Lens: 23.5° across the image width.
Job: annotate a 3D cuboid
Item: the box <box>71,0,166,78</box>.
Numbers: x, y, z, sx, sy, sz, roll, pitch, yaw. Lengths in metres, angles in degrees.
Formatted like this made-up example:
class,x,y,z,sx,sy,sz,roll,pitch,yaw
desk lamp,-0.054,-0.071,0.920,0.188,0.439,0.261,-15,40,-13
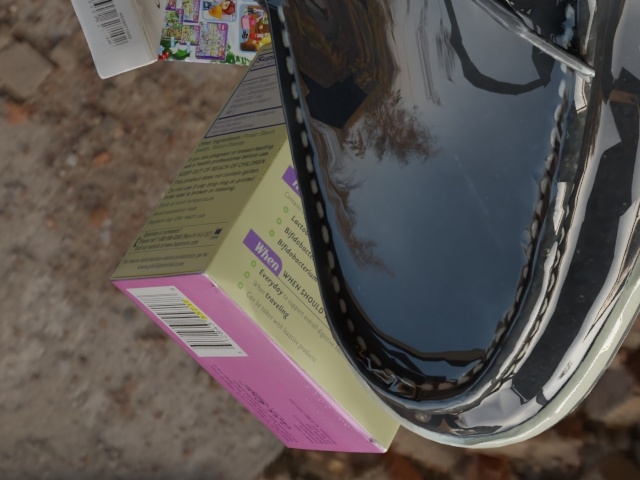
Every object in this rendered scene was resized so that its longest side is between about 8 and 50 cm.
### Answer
class,x,y,z,sx,sy,sz,roll,pitch,yaw
box,-0.197,-0.310,1.364,0.058,0.322,0.232,-16,118,5

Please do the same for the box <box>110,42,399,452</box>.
class,x,y,z,sx,sy,sz,roll,pitch,yaw
box,0.000,0.000,1.165,0.117,0.243,0.213,-5,137,49

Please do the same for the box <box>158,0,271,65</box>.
class,x,y,z,sx,sy,sz,roll,pitch,yaw
box,-0.085,-0.336,1.666,0.201,0.057,0.293,5,109,7

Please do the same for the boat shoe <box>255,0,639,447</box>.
class,x,y,z,sx,sy,sz,roll,pitch,yaw
boat shoe,0.033,-0.143,0.509,0.187,0.156,0.500,22,123,34
